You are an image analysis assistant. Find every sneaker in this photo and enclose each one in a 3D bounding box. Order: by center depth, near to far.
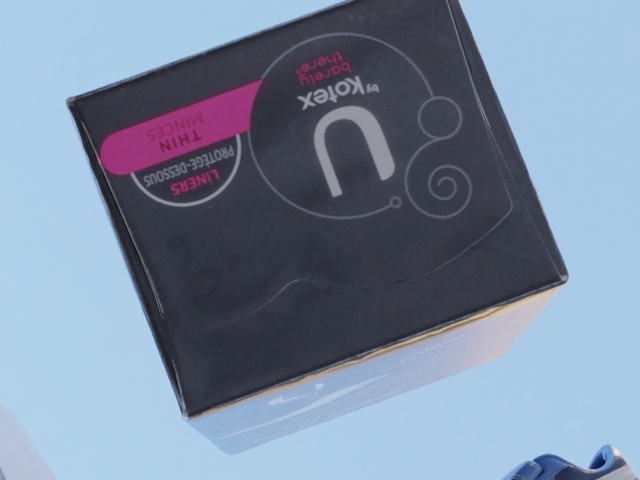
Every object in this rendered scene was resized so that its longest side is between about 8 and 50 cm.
[{"bbox_3d":[0.097,0.138,0.909,0.144,0.053,0.059,-8,-105,-24],"label":"sneaker"}]

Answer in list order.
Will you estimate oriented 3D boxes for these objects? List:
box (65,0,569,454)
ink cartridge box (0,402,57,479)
[{"bbox_3d":[0.000,0.000,0.844,0.165,0.270,0.143,-20,-99,-3],"label":"box"},{"bbox_3d":[-0.289,0.149,1.034,0.207,0.283,0.117,-39,-123,0],"label":"ink cartridge box"}]
